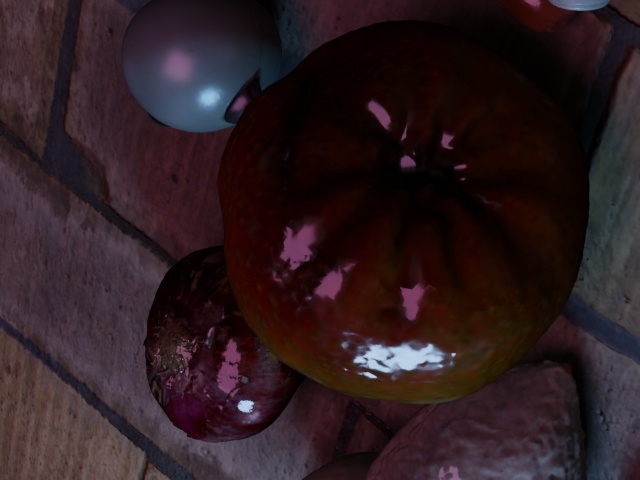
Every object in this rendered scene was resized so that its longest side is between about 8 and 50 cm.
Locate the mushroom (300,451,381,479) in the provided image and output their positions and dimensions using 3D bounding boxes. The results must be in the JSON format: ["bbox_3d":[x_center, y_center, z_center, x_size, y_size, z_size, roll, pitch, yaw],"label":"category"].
[{"bbox_3d":[0.047,0.366,2.238,0.184,0.254,0.255,-105,29,-41],"label":"mushroom"}]

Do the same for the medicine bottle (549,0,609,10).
[{"bbox_3d":[0.253,-0.336,1.741,0.083,0.121,0.229,21,124,36],"label":"medicine bottle"}]

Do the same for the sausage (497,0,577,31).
[{"bbox_3d":[0.188,-0.290,1.866,0.194,0.077,0.077,51,136,15],"label":"sausage"}]

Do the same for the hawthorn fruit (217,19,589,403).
[{"bbox_3d":[0.072,-0.010,1.913,0.402,0.403,0.403,21,124,36],"label":"hawthorn fruit"}]

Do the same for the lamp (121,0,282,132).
[{"bbox_3d":[-0.138,-0.248,2.142,0.197,0.197,0.244,1,87,44],"label":"lamp"}]

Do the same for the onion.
[{"bbox_3d":[-0.114,0.127,2.286,0.246,0.190,0.246,-5,83,42],"label":"onion"}]

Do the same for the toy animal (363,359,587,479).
[{"bbox_3d":[0.179,0.284,2.060,0.226,0.188,0.358,38,107,-12],"label":"toy animal"}]
